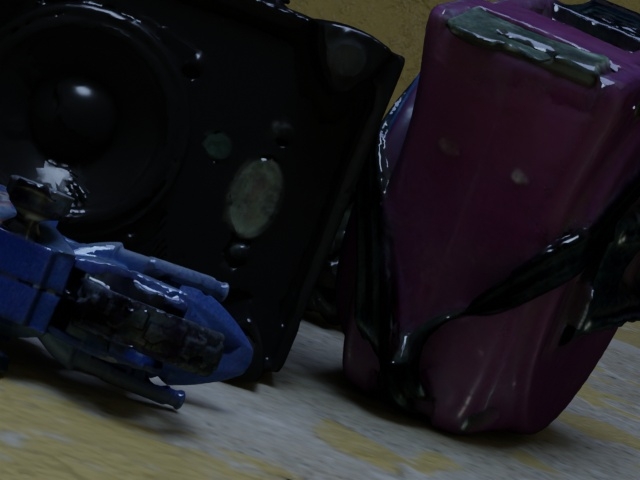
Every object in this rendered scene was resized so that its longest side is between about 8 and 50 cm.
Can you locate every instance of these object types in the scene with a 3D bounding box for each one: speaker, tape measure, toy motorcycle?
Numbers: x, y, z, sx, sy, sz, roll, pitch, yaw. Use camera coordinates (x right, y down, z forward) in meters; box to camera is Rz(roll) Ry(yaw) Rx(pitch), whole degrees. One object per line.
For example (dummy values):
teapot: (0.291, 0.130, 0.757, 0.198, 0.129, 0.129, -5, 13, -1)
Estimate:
speaker: (-0.103, -0.063, 0.950, 0.232, 0.184, 0.254, 19, 4, -7)
tape measure: (0.107, -0.011, 0.967, 0.149, 0.231, 0.245, 24, 23, 20)
toy motorcycle: (-0.128, 0.011, 0.749, 0.205, 0.076, 0.114, 21, -1, 7)

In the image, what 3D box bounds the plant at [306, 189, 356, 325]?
plant: (0.000, 0.000, 1.164, 0.092, 0.094, 0.143, 0, 12, -40)
